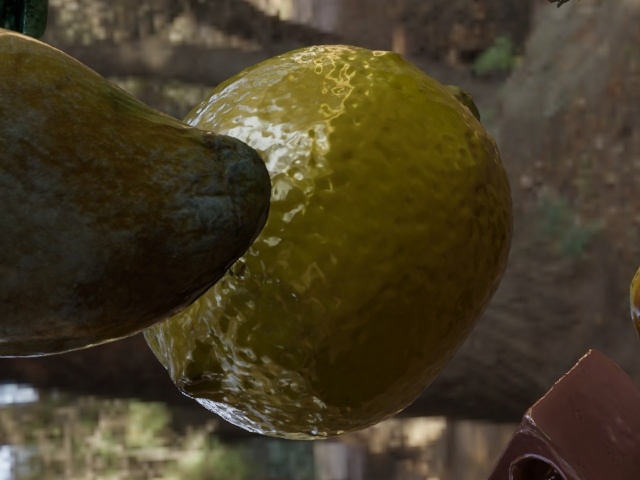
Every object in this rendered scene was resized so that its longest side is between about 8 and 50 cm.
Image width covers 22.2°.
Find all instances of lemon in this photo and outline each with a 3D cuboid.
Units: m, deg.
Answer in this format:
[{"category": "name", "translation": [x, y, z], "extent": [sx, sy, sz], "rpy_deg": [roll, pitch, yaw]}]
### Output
[{"category": "lemon", "translation": [-0.001, 0.002, 1.363], "extent": [0.336, 0.336, 0.336], "rpy_deg": [177, 90, -89]}]

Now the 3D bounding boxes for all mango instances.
[{"category": "mango", "translation": [-0.188, -0.028, 0.958], "extent": [0.146, 0.316, 0.193], "rpy_deg": [-167, 85, -83]}]

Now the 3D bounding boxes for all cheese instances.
[{"category": "cheese", "translation": [0.183, 0.176, 1.180], "extent": [0.128, 0.203, 0.177], "rpy_deg": [-33, -57, -45]}]

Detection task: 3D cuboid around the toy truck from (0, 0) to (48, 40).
[{"category": "toy truck", "translation": [-0.291, -0.225, 1.141], "extent": [0.156, 0.155, 0.279], "rpy_deg": [145, 116, -64]}]

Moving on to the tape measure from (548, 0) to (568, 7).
[{"category": "tape measure", "translation": [0.235, -0.355, 1.392], "extent": [0.231, 0.245, 0.149], "rpy_deg": [60, -167, 13]}]

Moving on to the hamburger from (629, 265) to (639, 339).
[{"category": "hamburger", "translation": [0.278, 0.020, 1.089], "extent": [0.166, 0.087, 0.137], "rpy_deg": [-53, -36, -12]}]
